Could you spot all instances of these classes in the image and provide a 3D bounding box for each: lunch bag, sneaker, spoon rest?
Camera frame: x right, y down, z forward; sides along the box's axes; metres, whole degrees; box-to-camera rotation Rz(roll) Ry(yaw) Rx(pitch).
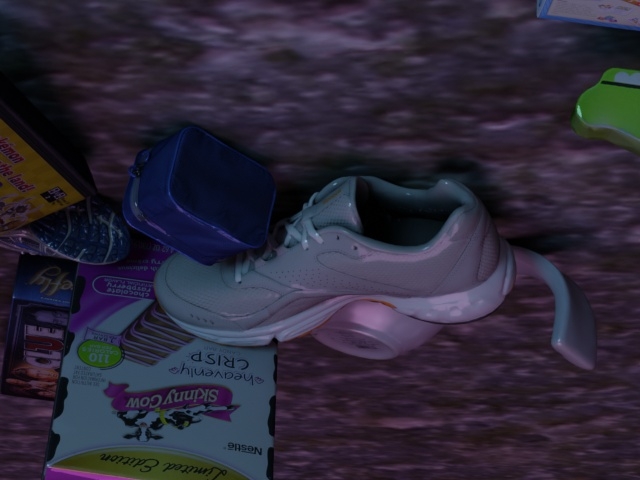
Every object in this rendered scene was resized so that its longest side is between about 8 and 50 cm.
[{"bbox_3d":[-0.088,-0.029,1.062,0.098,0.067,0.065,32,145,-29],"label":"lunch bag"},{"bbox_3d":[-0.207,-0.012,1.157,0.135,0.052,0.058,17,163,-8],"label":"sneaker"},{"bbox_3d":[0.088,0.047,1.206,0.276,0.084,0.137,2,157,38],"label":"spoon rest"},{"bbox_3d":[0.000,0.000,1.102,0.262,0.099,0.121,-8,143,12],"label":"sneaker"}]

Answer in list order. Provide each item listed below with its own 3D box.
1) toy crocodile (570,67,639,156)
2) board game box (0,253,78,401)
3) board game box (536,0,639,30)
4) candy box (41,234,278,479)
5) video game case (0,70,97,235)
[{"bbox_3d":[0.309,-0.042,0.874,0.341,0.105,0.115,9,178,2],"label":"toy crocodile"},{"bbox_3d":[-0.192,0.090,1.365,0.165,0.042,0.243,10,154,-9],"label":"board game box"},{"bbox_3d":[0.200,-0.145,0.815,0.154,0.026,0.103,7,155,-4],"label":"board game box"},{"bbox_3d":[-0.114,0.104,1.153,0.159,0.233,0.071,9,135,-9],"label":"candy box"},{"bbox_3d":[-0.292,-0.030,0.966,0.248,0.035,0.275,-23,163,2],"label":"video game case"}]
